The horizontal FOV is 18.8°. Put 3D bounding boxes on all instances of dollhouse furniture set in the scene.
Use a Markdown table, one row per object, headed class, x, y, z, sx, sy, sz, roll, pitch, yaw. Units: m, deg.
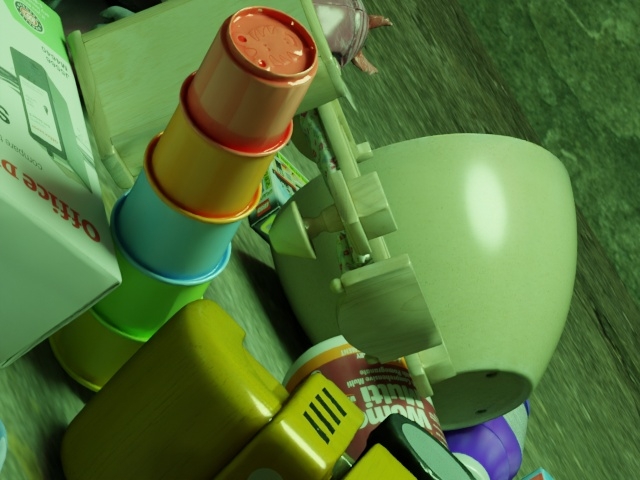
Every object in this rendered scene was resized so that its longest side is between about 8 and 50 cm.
| class | x | y | z | sx | sy | sz | roll | pitch | yaw |
| --- | --- | --- | --- | --- | --- | --- | --- | --- | --- |
| dollhouse furniture set | -0.049 | -0.058 | 1.482 | 0.355 | 0.174 | 0.303 | 65 | 6 | -58 |

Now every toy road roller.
| class | x | y | z | sx | sy | sz | roll | pitch | yaw |
| --- | --- | --- | --- | --- | --- | --- | --- | --- | --- |
| toy road roller | -0.055 | 0.174 | 1.190 | 0.240 | 0.202 | 0.329 | 44 | 12 | 2 |

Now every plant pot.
| class | x | y | z | sx | sy | sz | roll | pitch | yaw |
| --- | --- | --- | --- | --- | --- | --- | --- | --- | --- |
| plant pot | 0.108 | 0.060 | 1.739 | 0.284 | 0.284 | 0.191 | 32 | 40 | -53 |

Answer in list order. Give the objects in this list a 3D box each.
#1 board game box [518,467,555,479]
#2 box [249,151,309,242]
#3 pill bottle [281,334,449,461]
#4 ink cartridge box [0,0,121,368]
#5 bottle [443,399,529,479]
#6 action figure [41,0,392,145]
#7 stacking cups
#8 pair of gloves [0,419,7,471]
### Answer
| class | x | y | z | sx | sy | sz | roll | pitch | yaw |
| --- | --- | --- | --- | --- | --- | --- | --- | --- | --- |
| board game box | 0.247 | 0.382 | 1.515 | 0.302 | 0.086 | 0.308 | 46 | 20 | -29 |
| box | 0.000 | 0.000 | 1.924 | 0.207 | 0.036 | 0.114 | 43 | 21 | -36 |
| pill bottle | 0.048 | 0.191 | 1.553 | 0.121 | 0.121 | 0.221 | 39 | 23 | -44 |
| ink cartridge box | -0.250 | -0.081 | 1.251 | 0.198 | 0.115 | 0.273 | 39 | 23 | -45 |
| bottle | 0.140 | 0.189 | 1.856 | 0.118 | 0.092 | 0.283 | 52 | 17 | -8 |
| action figure | -0.069 | -0.217 | 1.712 | 0.370 | 0.276 | 0.248 | 1 | 70 | -37 |
| stacking cups | -0.083 | -0.025 | 1.256 | 0.096 | 0.316 | 0.096 | 17 | 44 | -18 |
| pair of gloves | -0.238 | 0.107 | 1.096 | 0.198 | 0.023 | 0.159 | 28 | 32 | -56 |
